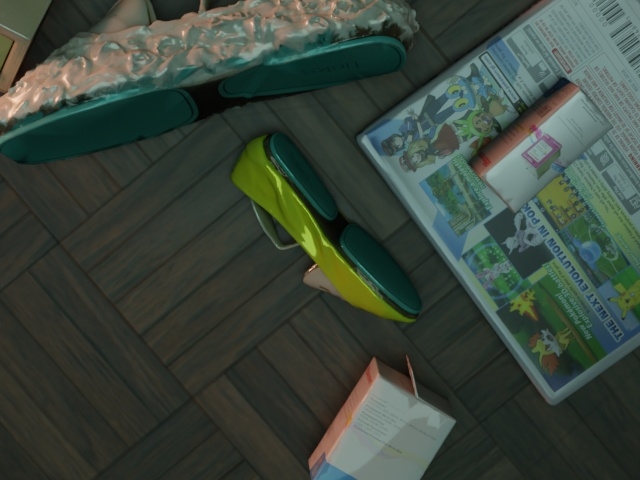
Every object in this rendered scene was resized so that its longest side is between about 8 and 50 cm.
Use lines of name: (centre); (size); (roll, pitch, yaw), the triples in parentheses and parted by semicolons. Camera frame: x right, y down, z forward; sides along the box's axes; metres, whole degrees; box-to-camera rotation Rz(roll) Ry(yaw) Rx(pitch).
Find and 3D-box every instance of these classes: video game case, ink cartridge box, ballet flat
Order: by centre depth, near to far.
ink cartridge box: (0.201, -0.088, 1.827); (0.122, 0.088, 0.052); (-41, 100, 5)
ballet flat: (-0.115, -0.178, 1.841); (0.409, 0.147, 0.147); (-14, 98, -2)
ballet flat: (0.000, 0.000, 1.888); (0.077, 0.077, 0.231); (-38, 95, 25)
video game case: (0.248, -0.056, 1.898); (0.300, 0.036, 0.329); (-36, 98, 4)
ink cartridge box: (0.063, 0.185, 1.898); (0.090, 0.092, 0.143); (31, 97, -6)

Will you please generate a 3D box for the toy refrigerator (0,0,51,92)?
toy refrigerator: (-0.381, -0.244, 1.796); (0.270, 0.102, 0.094); (26, 57, -9)
